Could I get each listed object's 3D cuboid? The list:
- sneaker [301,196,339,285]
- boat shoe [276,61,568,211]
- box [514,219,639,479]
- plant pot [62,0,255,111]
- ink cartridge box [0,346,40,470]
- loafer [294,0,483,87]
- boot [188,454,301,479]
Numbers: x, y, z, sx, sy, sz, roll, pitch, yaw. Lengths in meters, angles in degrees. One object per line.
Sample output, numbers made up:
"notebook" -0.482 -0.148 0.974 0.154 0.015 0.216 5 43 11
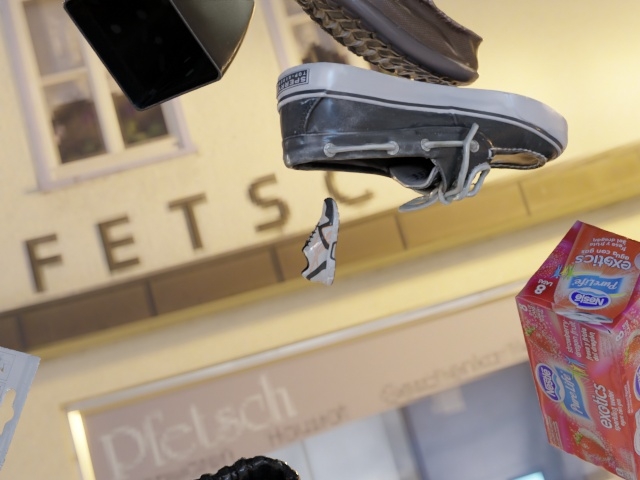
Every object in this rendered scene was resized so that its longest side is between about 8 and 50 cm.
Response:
"sneaker" 0.000 0.000 1.679 0.044 0.109 0.040 6 -2 -2
"boat shoe" 0.100 -0.083 1.239 0.306 0.104 0.113 9 -17 -36
"box" 0.308 0.121 1.459 0.128 0.123 0.257 -47 -42 -27
"plant pot" -0.204 -0.318 1.882 0.187 0.188 0.167 -15 28 43
"ink cartridge box" -0.403 0.183 1.553 0.179 0.145 0.045 12 -14 24
"loafer" 0.022 -0.274 1.261 0.130 0.366 0.134 -56 19 -4
"boot" -0.025 0.316 1.440 0.131 0.260 0.348 10 35 37
